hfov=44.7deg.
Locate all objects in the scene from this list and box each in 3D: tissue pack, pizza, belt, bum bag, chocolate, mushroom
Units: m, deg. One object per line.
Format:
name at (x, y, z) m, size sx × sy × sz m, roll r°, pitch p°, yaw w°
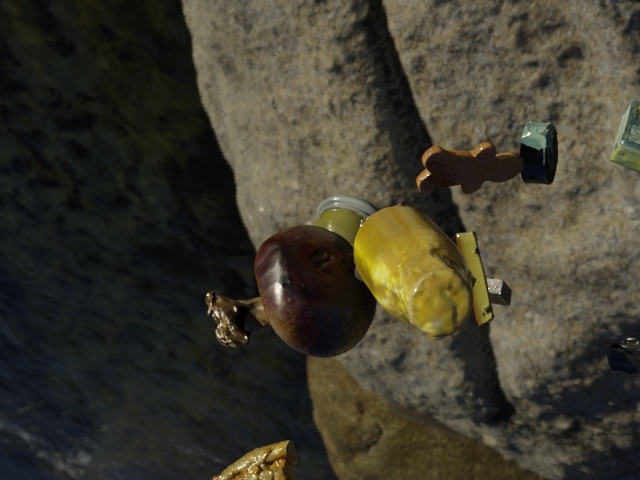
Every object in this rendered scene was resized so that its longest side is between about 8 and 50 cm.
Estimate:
tissue pack at (0.798, -0.204, 1.747) m, size 0.257 × 0.185 × 0.081 m, roll 24°, pitch 138°, yaw 9°
tissue pack at (0.481, 0.140, 2.227) m, size 0.109 × 0.060 × 0.148 m, roll 7°, pitch 167°, yaw 26°
pizza at (-0.121, 0.444, 1.365) m, size 0.182 × 0.161 × 0.062 m, roll -22°, pitch 134°, yaw 13°
belt at (0.564, -0.227, 1.998) m, size 0.078 × 0.151 × 0.198 m, roll 7°, pitch 160°, yaw 27°
bum bag at (0.861, 0.292, 1.983) m, size 0.249 × 0.060 × 0.123 m, roll -11°, pitch 124°, yaw 23°
chocolate at (0.134, 0.055, 1.121) m, size 0.162 × 0.162 × 0.445 m, roll 29°, pitch -173°, yaw -6°
mushroom at (-0.044, 0.155, 1.872) m, size 0.334 × 0.331 × 0.356 m, roll 13°, pitch 116°, yaw -40°

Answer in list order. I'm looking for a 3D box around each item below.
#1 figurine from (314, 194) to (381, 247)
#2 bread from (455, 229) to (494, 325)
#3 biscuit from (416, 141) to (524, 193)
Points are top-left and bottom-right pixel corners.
figurine at (0.015, 0.000, 2.088) m, size 0.225 × 0.382 × 0.205 m, roll -9°, pitch 103°, yaw 47°
bread at (0.375, 0.087, 1.876) m, size 0.049 × 0.226 × 0.088 m, roll -13°, pitch 179°, yaw 12°
biscuit at (0.344, -0.168, 1.782) m, size 0.250 × 0.036 × 0.165 m, roll -5°, pitch 146°, yaw -11°
